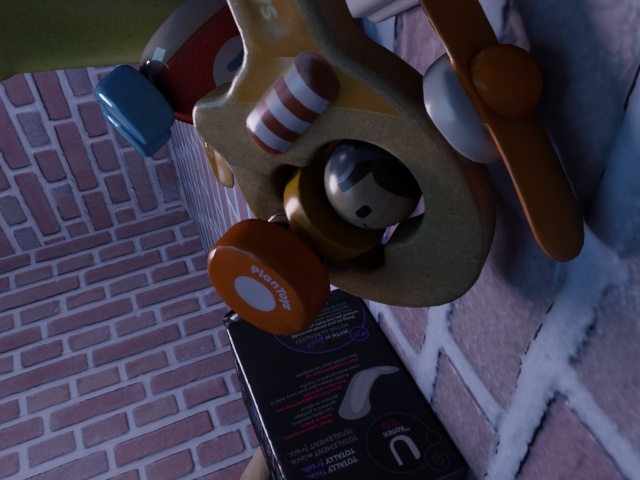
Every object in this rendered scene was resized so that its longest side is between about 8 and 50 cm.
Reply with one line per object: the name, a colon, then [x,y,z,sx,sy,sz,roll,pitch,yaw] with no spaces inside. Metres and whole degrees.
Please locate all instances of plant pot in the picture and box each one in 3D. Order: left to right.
plant pot: [-0.285,-0.303,0.707,0.276,0.253,0.276,178,90,-70]
plant pot: [-0.259,-0.236,1.491,0.236,0.032,0.236,163,90,-77]

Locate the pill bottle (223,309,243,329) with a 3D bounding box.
pill bottle: [-0.062,0.196,1.036,0.219,0.122,0.123,63,166,-4]

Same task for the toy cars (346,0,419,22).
toy cars: [0.002,-0.164,0.463,0.394,0.087,0.176,91,157,-51]

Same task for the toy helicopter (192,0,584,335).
toy helicopter: [0.007,-0.099,0.339,0.235,0.140,0.355,2,129,39]

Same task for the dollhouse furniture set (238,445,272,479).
dollhouse furniture set: [0.003,0.416,1.024,0.242,0.161,0.212,12,131,23]

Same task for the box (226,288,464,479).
box: [0.016,0.205,0.690,0.270,0.165,0.143,-122,21,-47]

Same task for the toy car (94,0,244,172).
toy car: [-0.070,-0.133,0.664,0.238,0.219,0.210,45,170,-12]
